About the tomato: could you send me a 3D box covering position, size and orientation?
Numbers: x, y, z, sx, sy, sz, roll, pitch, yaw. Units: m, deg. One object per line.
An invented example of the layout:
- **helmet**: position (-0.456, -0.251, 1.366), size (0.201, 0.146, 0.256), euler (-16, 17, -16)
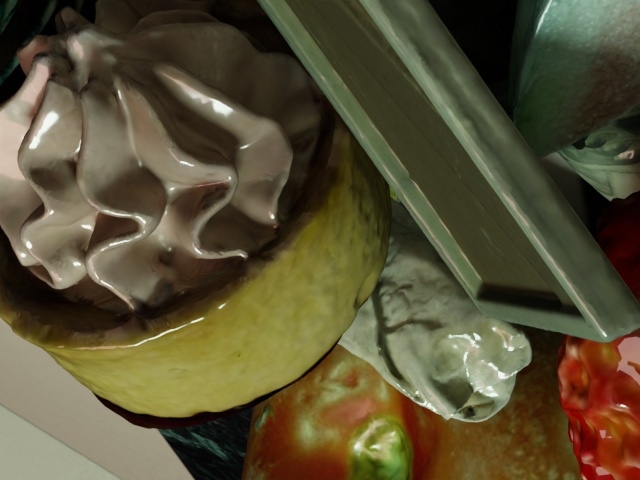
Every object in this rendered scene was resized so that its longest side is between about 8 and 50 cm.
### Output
- **tomato**: position (0.094, 0.127, 1.050), size (0.223, 0.270, 0.270), euler (15, 177, -43)

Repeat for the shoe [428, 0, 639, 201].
- **shoe**: position (0.098, -0.077, 0.784), size (0.103, 0.098, 0.275), euler (18, 159, 43)

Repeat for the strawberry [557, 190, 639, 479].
- **strawberry**: position (0.184, 0.062, 0.813), size (0.205, 0.205, 0.244), euler (14, 162, 43)

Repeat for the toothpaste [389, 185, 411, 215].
- **toothpaste**: position (0.026, -0.069, 1.000), size (0.070, 0.044, 0.193), euler (36, 163, 13)

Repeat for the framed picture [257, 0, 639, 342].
- **framed picture**: position (-0.004, -0.100, 0.737), size (0.324, 0.020, 0.240), euler (54, 175, -2)

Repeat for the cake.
- **cake**: position (-0.084, -0.029, 0.895), size (0.208, 0.185, 0.178), euler (-21, 142, 23)

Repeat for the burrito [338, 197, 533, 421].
- **burrito**: position (0.000, 0.000, 0.978), size (0.059, 0.082, 0.275), euler (27, -169, -48)

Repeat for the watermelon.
- **watermelon**: position (0.116, -0.101, 0.656), size (0.094, 0.081, 0.180), euler (36, 122, -20)

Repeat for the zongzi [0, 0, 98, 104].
- **zongzi**: position (-0.197, -0.122, 0.978), size (0.362, 0.319, 0.383), euler (33, -178, -26)
